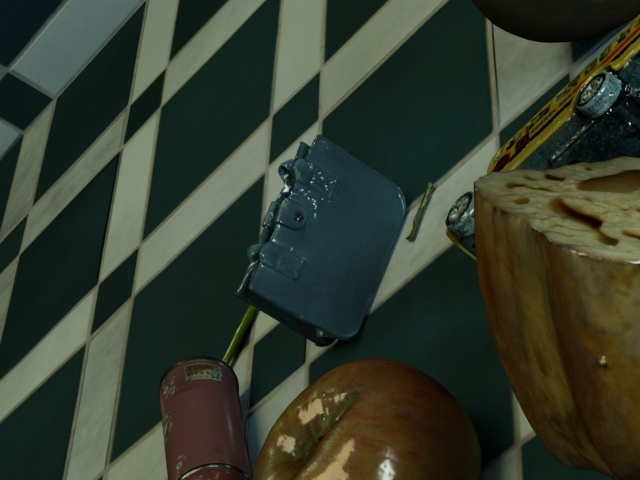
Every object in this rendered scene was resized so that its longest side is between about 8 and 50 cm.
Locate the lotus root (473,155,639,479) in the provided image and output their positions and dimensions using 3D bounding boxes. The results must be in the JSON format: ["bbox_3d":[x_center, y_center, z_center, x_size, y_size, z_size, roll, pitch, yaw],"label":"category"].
[{"bbox_3d":[0.301,0.065,1.470,0.316,0.316,0.250,-158,59,-65],"label":"lotus root"}]

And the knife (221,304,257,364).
[{"bbox_3d":[-0.131,0.171,2.450,0.022,0.026,0.184,99,-163,-74],"label":"knife"}]

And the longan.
[{"bbox_3d":[0.293,-0.359,1.992,0.300,0.243,0.300,-28,18,10],"label":"longan"}]

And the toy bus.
[{"bbox_3d":[0.279,-0.099,1.866,0.335,0.121,0.123,-45,19,28],"label":"toy bus"}]

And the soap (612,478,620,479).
[{"bbox_3d":[0.229,0.325,1.516,0.259,0.081,0.181,-41,30,32],"label":"soap"}]

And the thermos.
[{"bbox_3d":[-0.151,0.295,2.237,0.136,0.109,0.330,-49,26,20],"label":"thermos"}]

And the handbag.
[{"bbox_3d":[0.000,0.000,2.209,0.062,0.179,0.229,-14,48,58],"label":"handbag"}]

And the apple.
[{"bbox_3d":[0.048,0.250,1.811,0.261,0.194,0.261,-41,30,29],"label":"apple"}]

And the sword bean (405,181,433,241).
[{"bbox_3d":[0.126,-0.036,2.212,0.012,0.012,0.083,-12,53,58],"label":"sword bean"}]
